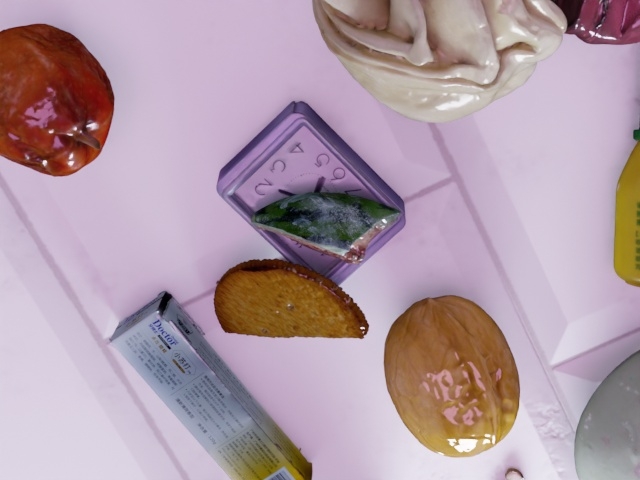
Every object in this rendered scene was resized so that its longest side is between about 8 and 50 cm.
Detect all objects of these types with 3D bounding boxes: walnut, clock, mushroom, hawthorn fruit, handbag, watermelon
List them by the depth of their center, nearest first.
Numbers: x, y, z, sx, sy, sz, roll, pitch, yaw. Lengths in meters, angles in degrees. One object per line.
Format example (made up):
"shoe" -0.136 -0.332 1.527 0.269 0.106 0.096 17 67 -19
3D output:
"handbag" 0.313 -0.319 1.047 0.135 0.146 0.225 4 109 -6
"hawthorn fruit" -0.307 -0.156 1.095 0.173 0.179 0.173 -3 101 -19
"watermelon" -0.003 -0.010 1.121 0.155 0.101 0.080 23 120 2
"clock" -0.012 -0.050 1.182 0.144 0.073 0.193 -43 104 14
"walnut" 0.159 0.164 1.212 0.159 0.159 0.207 -17 101 7
"mushroom" 0.256 0.352 1.343 0.049 0.019 0.101 7 107 -2

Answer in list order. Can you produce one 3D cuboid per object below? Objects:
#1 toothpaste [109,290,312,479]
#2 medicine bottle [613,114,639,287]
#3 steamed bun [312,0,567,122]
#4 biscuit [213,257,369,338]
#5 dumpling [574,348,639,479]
"toothpaste" -0.135 0.211 1.276 0.089 0.071 0.313 -34 105 14
"medicine bottle" 0.400 -0.093 1.158 0.111 0.076 0.309 -3 109 2
"steamed bun" 0.119 -0.275 0.992 0.289 0.203 0.276 -29 79 35
"biscuit" -0.046 0.070 1.199 0.206 0.025 0.126 -1 129 28
"dumpling" 0.455 0.252 1.219 0.270 0.212 0.320 7 130 37
